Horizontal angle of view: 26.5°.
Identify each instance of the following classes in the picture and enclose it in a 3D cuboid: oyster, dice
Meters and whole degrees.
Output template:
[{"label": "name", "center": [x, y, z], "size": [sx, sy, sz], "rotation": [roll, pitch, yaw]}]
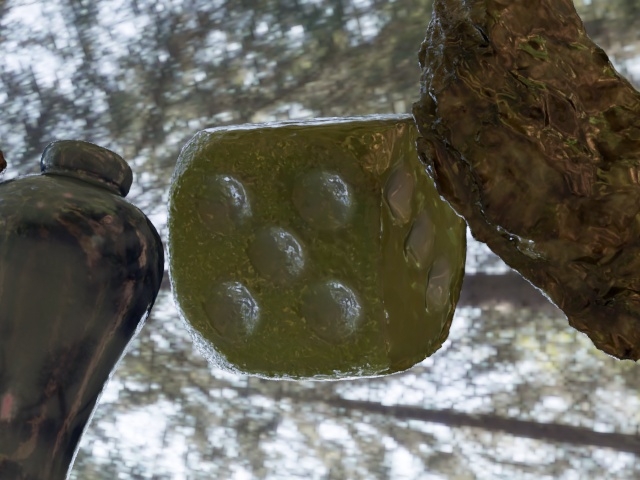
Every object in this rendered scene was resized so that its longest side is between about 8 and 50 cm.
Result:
[{"label": "oyster", "center": [0.165, -0.071, 0.929], "size": [0.204, 0.111, 0.396], "rotation": [-22, -100, -47]}, {"label": "dice", "center": [0.000, 0.000, 1.299], "size": [0.238, 0.227, 0.233], "rotation": [-17, -75, -65]}]

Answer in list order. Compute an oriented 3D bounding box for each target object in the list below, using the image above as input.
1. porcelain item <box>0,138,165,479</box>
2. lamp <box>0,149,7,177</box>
[{"label": "porcelain item", "center": [-0.189, 0.058, 0.924], "size": [0.141, 0.141, 0.259], "rotation": [28, -116, -34]}, {"label": "lamp", "center": [-0.380, -0.129, 1.186], "size": [0.151, 0.215, 0.223], "rotation": [-28, -40, -33]}]
